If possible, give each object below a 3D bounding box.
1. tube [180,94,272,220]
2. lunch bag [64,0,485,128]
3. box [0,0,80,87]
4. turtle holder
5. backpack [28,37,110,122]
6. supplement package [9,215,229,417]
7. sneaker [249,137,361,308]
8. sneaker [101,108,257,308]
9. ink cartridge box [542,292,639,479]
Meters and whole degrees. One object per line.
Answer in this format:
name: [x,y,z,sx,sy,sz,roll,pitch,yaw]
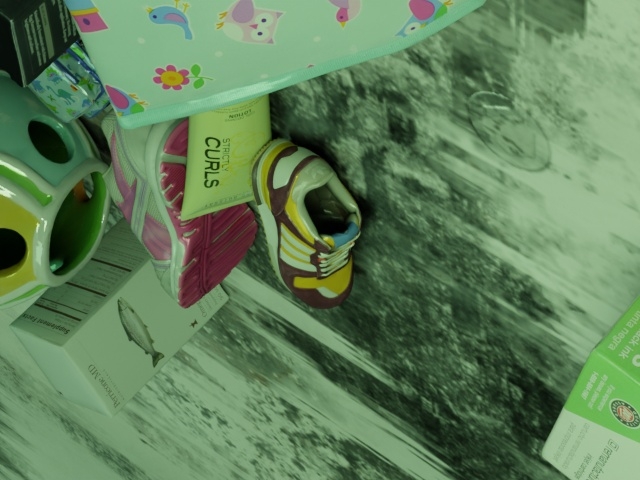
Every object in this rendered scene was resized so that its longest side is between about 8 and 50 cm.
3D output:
tube: [-0.073,-0.095,1.544,0.070,0.062,0.240,19,148,9]
lunch bag: [-0.038,-0.215,1.170,0.262,0.160,0.223,-12,129,15]
box: [-0.238,-0.233,1.467,0.156,0.158,0.093,36,156,17]
turtle holder: [-0.343,-0.045,1.791,0.227,0.243,0.320,18,-173,16]
backpack: [-0.218,-0.166,1.641,0.114,0.084,0.105,51,153,-8]
supplement package: [-0.201,0.073,1.884,0.105,0.179,0.105,14,143,49]
sneaker: [0.000,0.000,1.585,0.084,0.069,0.185,29,154,42]
sneaker: [-0.134,-0.043,1.706,0.111,0.103,0.252,35,149,30]
ink cartridge box: [0.308,0.160,1.301,0.273,0.115,0.198,38,155,14]
